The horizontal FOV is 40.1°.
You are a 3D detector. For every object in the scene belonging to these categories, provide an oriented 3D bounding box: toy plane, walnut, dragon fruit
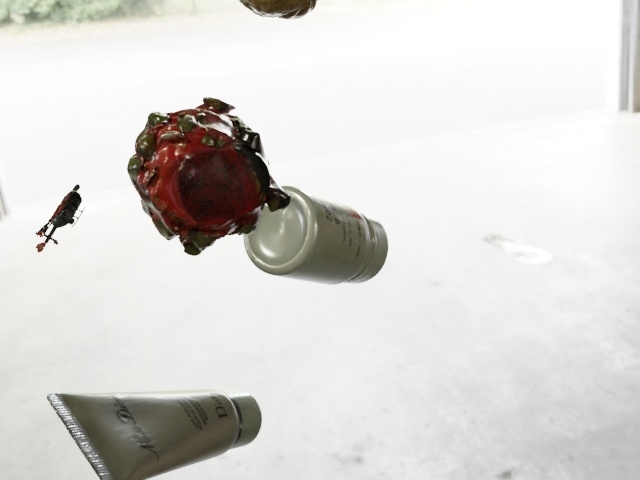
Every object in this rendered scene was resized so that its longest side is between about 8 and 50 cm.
[{"bbox_3d":[-0.474,-0.039,1.597,0.060,0.037,0.145,22,79,50],"label":"toy plane"},{"bbox_3d":[-0.077,-0.453,1.504,0.155,0.155,0.184,-19,34,-31],"label":"walnut"},{"bbox_3d":[-0.121,-0.068,0.930,0.166,0.160,0.172,25,9,-19],"label":"dragon fruit"}]

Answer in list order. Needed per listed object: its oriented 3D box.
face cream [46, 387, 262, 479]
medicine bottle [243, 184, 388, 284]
[{"bbox_3d":[-0.191,0.236,1.094,0.143,0.089,0.314,48,21,25],"label":"face cream"},{"bbox_3d":[0.000,0.000,1.403,0.144,0.144,0.252,8,-5,34],"label":"medicine bottle"}]
